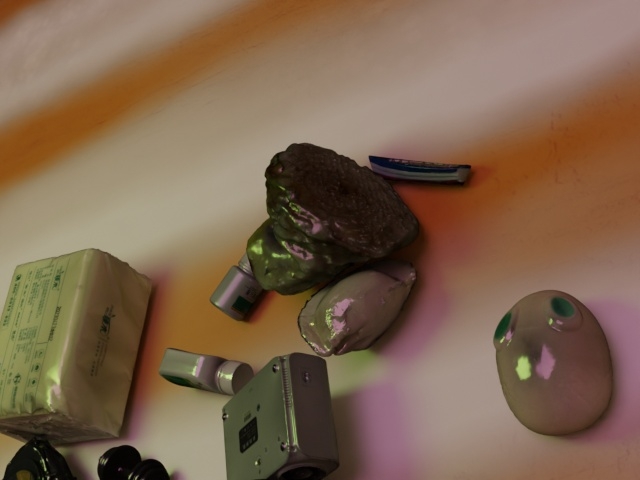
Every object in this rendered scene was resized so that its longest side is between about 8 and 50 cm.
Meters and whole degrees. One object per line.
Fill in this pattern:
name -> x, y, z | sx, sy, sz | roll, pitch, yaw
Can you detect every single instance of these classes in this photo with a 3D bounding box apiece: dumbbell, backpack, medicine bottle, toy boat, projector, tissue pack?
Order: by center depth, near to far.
projector -> -0.078, 0.337, 1.703 | 0.250, 0.108, 0.198 | -45, 42, 42
toy boat -> 0.179, -0.133, 1.869 | 0.229, 0.080, 0.046 | 8, 104, 42
medicine bottle -> -0.217, 0.256, 1.907 | 0.183, 0.119, 0.069 | 3, 67, 37
dumbbell -> -0.365, 0.458, 1.919 | 0.208, 0.099, 0.099 | 13, 74, 41
medicine bottle -> -0.157, 0.090, 1.985 | 0.080, 0.080, 0.130 | 33, 87, 44
backpack -> -0.576, 0.527, 2.012 | 0.206, 0.133, 0.258 | -41, 58, 22
tissue pack -> -0.549, 0.232, 2.119 | 0.297, 0.207, 0.380 | -11, 58, 35

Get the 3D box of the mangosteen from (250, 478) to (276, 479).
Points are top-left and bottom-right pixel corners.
mangosteen -> -0.091, 0.519, 1.562 | 0.300, 0.300, 0.300 | -19, 55, 29

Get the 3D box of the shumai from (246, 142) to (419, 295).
shumai -> 0.000, 0.000, 1.851 | 0.263, 0.304, 0.309 | -61, -1, 29

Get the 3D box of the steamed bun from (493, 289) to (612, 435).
steamed bun -> 0.347, 0.179, 1.504 | 0.177, 0.130, 0.228 | -17, 58, 31

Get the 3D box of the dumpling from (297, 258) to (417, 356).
dumpling -> 0.060, 0.112, 1.770 | 0.247, 0.142, 0.172 | -35, 41, -20
